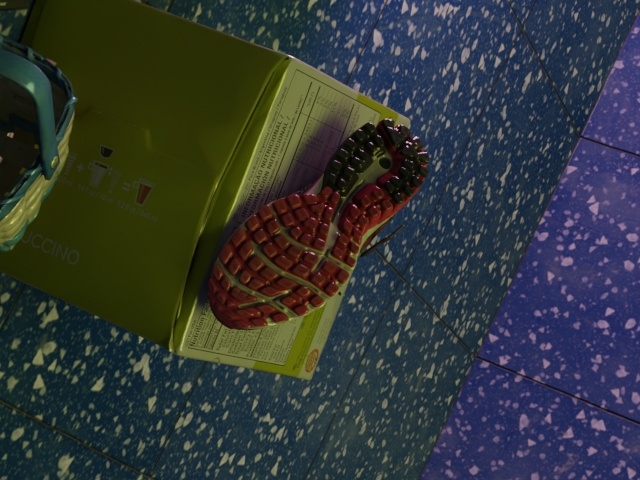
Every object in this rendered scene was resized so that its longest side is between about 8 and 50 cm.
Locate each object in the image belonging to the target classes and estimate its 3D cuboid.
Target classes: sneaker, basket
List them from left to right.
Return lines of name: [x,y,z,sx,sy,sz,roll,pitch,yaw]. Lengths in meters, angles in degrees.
basket: [-0.357,-0.122,1.682,0.289,0.255,0.201,90,25,-59]
sneaker: [0.000,0.000,1.859,0.299,0.121,0.112,-40,172,-29]

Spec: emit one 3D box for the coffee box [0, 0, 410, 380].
coffee box: [-0.156,-0.068,2.013,0.334,0.338,0.338,18,94,-63]

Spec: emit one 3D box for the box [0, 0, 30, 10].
box: [-0.350,-0.358,1.624,0.143,0.165,0.270,-14,121,-58]

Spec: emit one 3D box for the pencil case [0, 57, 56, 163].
pencil case: [-0.359,-0.109,1.881,0.086,0.088,0.206,15,95,-65]
